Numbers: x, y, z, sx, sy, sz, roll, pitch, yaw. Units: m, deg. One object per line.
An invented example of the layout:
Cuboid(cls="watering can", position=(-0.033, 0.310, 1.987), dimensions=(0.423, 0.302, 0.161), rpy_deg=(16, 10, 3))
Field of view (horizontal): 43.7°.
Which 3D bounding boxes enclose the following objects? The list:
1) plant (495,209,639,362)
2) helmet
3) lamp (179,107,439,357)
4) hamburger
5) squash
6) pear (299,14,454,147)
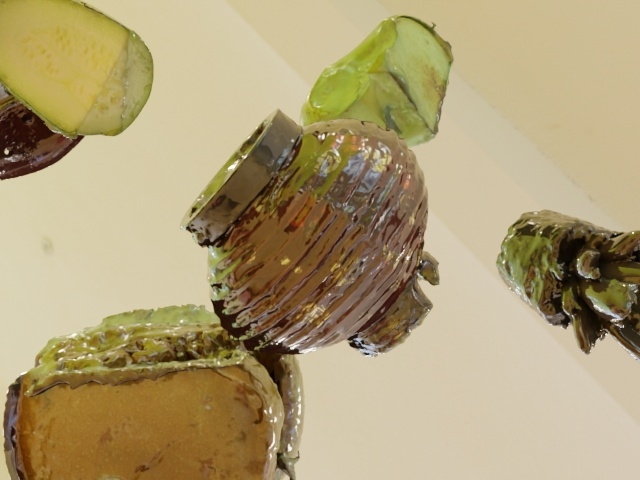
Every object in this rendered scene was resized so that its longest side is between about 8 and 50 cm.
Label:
Cuboid(cls="plant", position=(0.423, 0.052, 1.228), dimensions=(0.320, 0.181, 0.194), rpy_deg=(35, -62, 60))
Cuboid(cls="helmet", position=(-0.278, -0.130, 0.711), dimensions=(0.155, 0.175, 0.106), rpy_deg=(-33, -96, -2))
Cuboid(cls="lamp", position=(0.000, 0.000, 0.736), dimensions=(0.246, 0.247, 0.247), rpy_deg=(12, -70, 36))
Cuboid(cls="hamburger", position=(-0.178, 0.226, 0.885), dimensions=(0.317, 0.195, 0.277), rpy_deg=(-2, -81, 7))
Cuboid(cls="squash", position=(-0.213, -0.149, 0.569), dimensions=(0.200, 0.075, 0.090), rpy_deg=(33, -47, 27))
Cuboid(cls="pear", position=(0.082, -0.268, 1.472), dimensions=(0.281, 0.286, 0.176), rpy_deg=(-24, -57, 38))
